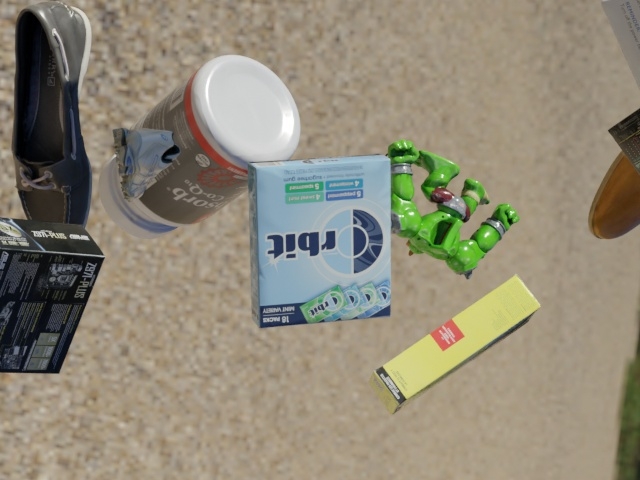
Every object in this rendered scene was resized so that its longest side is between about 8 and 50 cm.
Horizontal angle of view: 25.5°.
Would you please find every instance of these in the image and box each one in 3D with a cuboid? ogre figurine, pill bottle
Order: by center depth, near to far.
[{"bbox_3d":[0.153,-0.034,1.789,0.197,0.097,0.118,40,65,-39],"label":"ogre figurine"},{"bbox_3d":[-0.216,-0.147,2.414,0.210,0.363,0.210,18,58,-32],"label":"pill bottle"}]

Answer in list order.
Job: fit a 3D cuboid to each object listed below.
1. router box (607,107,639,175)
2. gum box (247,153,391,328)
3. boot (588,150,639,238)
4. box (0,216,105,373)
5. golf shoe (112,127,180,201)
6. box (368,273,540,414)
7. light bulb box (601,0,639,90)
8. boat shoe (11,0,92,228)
[{"bbox_3d":[0.327,-0.089,1.312,0.038,0.092,0.122,-33,177,-14],"label":"router box"},{"bbox_3d":[0.000,0.000,1.593,0.041,0.157,0.184,-140,-132,-69],"label":"gum box"},{"bbox_3d":[0.488,-0.068,1.767,0.104,0.211,0.295,21,112,-47],"label":"boot"},{"bbox_3d":[-0.368,0.068,1.731,0.147,0.077,0.180,5,119,-39],"label":"box"},{"bbox_3d":[-0.225,-0.099,1.864,0.176,0.086,0.069,112,-33,-75],"label":"golf shoe"},{"bbox_3d":[0.175,0.137,1.854,0.232,0.058,0.087,-33,167,-11],"label":"box"},{"bbox_3d":[0.661,-0.379,2.108,0.225,0.361,0.358,61,35,-18],"label":"light bulb box"},{"bbox_3d":[-0.371,-0.152,1.891,0.095,0.112,0.335,-8,101,-64],"label":"boat shoe"}]
